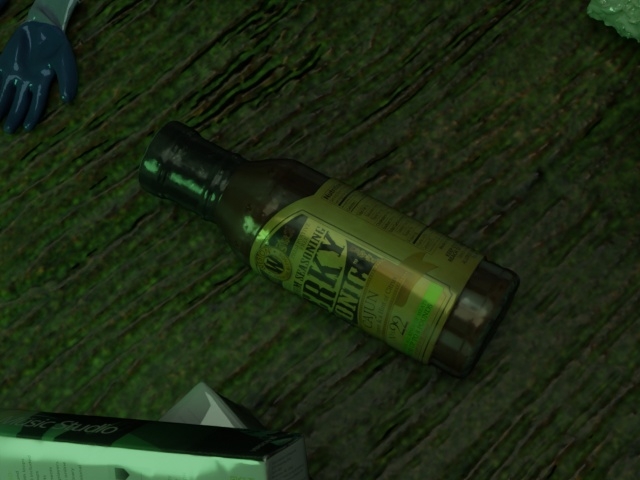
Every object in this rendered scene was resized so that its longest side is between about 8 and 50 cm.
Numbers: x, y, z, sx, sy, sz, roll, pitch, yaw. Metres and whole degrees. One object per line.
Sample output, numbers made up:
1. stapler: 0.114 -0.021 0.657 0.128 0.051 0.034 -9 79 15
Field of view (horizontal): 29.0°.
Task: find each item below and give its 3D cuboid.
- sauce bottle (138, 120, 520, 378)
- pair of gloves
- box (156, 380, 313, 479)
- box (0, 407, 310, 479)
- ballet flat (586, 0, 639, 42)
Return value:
1. sauce bottle: 0.000 0.000 1.093 0.344 0.111 0.111 27 80 13
2. pair of gloves: -0.321 -0.191 1.217 0.198 0.023 0.159 18 80 11
3. box: -0.063 0.226 1.003 0.119 0.181 0.182 -44 76 -5
4. box: -0.145 0.246 0.901 0.322 0.058 0.232 0 100 30
5. ballet flat: 0.307 -0.361 1.060 0.147 0.147 0.409 11 112 8
